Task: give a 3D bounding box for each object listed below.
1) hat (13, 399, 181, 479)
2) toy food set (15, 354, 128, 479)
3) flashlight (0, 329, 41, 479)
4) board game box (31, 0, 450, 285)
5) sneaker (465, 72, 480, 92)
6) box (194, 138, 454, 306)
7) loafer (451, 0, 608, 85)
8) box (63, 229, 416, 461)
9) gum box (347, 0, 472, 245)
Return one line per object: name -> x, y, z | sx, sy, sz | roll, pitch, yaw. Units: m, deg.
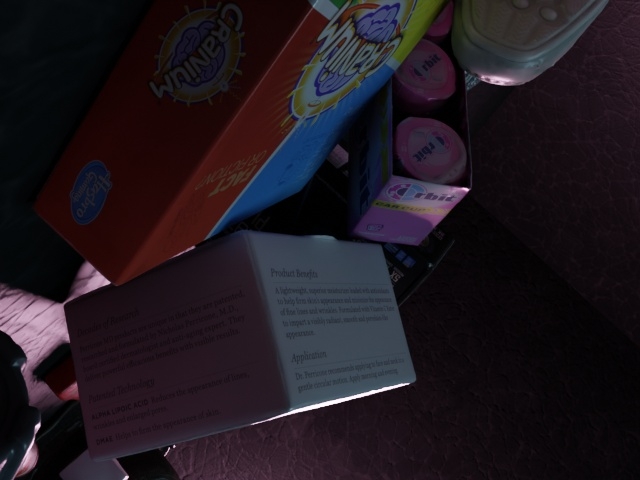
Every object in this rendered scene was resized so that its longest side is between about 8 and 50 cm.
hat -> -0.240, 0.314, 0.933 | 0.331, 0.134, 0.331 | -45, 154, -29
toy food set -> -0.204, 0.168, 0.722 | 0.232, 0.111, 0.104 | -41, 173, -18
flashlight -> -0.245, 0.160, 0.433 | 0.304, 0.103, 0.103 | -53, 175, 36
board game box -> 0.008, -0.135, 0.441 | 0.316, 0.064, 0.242 | -50, 173, 27
sneaker -> 0.184, -0.204, 0.801 | 0.299, 0.112, 0.121 | -44, -154, -12
box -> 0.000, 0.000, 0.714 | 0.147, 0.180, 0.077 | -49, 175, 29
loafer -> 0.172, -0.213, 0.627 | 0.319, 0.112, 0.111 | -57, 170, -37
box -> -0.056, 0.077, 0.598 | 0.182, 0.119, 0.181 | -21, 166, 30
gum box -> 0.065, -0.104, 0.624 | 0.107, 0.062, 0.188 | 122, -28, -63
